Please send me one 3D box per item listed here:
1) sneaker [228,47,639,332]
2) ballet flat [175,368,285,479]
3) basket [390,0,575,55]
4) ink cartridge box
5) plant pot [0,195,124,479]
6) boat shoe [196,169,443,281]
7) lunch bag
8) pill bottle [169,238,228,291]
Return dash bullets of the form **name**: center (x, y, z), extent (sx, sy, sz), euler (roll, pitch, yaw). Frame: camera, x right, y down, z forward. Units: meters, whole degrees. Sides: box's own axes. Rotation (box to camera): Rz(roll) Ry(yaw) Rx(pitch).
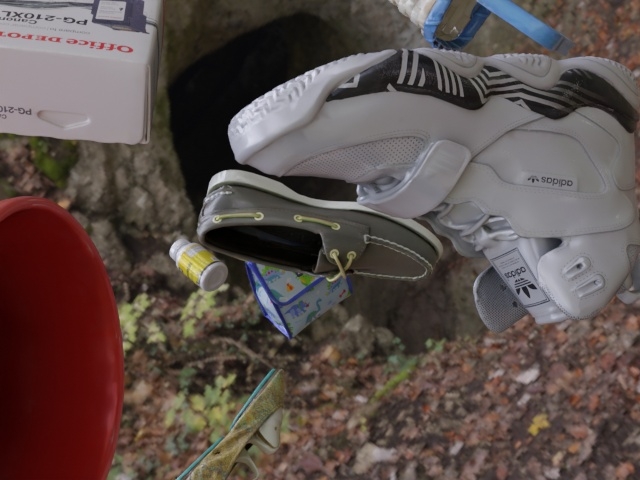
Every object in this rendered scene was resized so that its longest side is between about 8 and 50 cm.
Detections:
- **sneaker**: center (0.116, -0.030, 0.659), extent (0.137, 0.365, 0.210), euler (154, 109, -64)
- **ballet flat**: center (-0.147, 0.399, 1.614), extent (0.123, 0.123, 0.348), euler (-18, 22, 50)
- **basket**: center (0.231, -0.356, 1.202), extent (0.201, 0.289, 0.255), euler (-53, -10, 19)
- **ink cartridge box**: center (-0.264, -0.214, 0.919), extent (0.237, 0.172, 0.100), euler (-97, 15, -50)
- **plant pot**: center (-0.322, 0.110, 0.665), extent (0.243, 0.275, 0.275), euler (-6, 38, 11)
- **boat shoe**: center (-0.001, 0.003, 1.034), extent (0.109, 0.305, 0.091), euler (108, 177, -51)
- **lunch bag**: center (-0.034, 0.047, 1.228), extent (0.129, 0.151, 0.096), euler (-35, 41, -18)
- **pill bottle**: center (-0.239, 0.045, 1.626), extent (0.116, 0.065, 0.065), euler (35, 84, 32)
